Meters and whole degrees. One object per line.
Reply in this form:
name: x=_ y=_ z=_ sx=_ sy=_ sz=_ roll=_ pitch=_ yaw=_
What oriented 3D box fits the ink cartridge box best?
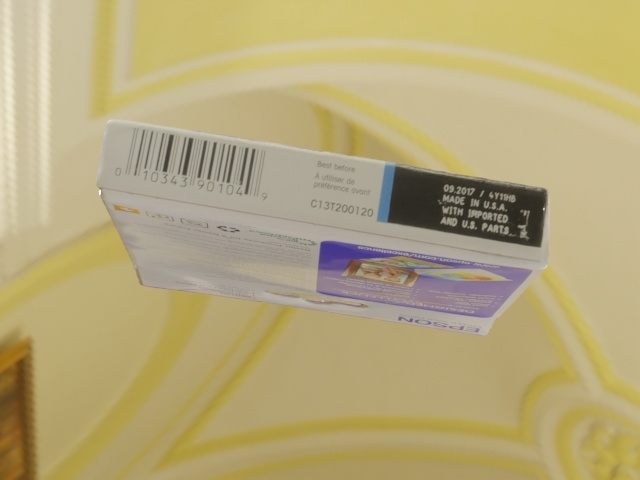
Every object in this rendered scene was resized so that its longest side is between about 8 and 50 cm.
ink cartridge box: x=0.000 y=0.000 z=0.787 sx=0.206 sy=0.045 sz=0.208 roll=9 pitch=-13 yaw=0
